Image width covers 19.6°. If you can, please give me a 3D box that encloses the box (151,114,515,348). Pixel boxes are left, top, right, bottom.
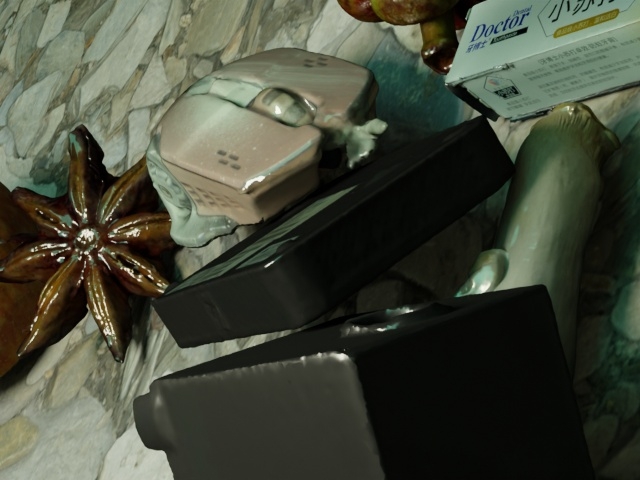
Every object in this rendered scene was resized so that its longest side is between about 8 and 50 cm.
[{"bbox_3d":[0.000,0.000,1.432,0.211,0.058,0.350,-36,5,-20],"label":"box"}]

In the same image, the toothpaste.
[{"bbox_3d":[0.224,-0.163,1.388,0.313,0.071,0.089,-14,50,53],"label":"toothpaste"}]

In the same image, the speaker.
[{"bbox_3d":[0.031,0.165,1.201,0.254,0.184,0.232,-11,94,53],"label":"speaker"}]

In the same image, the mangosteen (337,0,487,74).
[{"bbox_3d":[0.090,-0.262,1.565,0.211,0.211,0.250,-10,86,54],"label":"mangosteen"}]

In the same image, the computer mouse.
[{"bbox_3d":[-0.057,-0.096,1.621,0.199,0.115,0.389,-46,16,-20],"label":"computer mouse"}]

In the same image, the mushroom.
[{"bbox_3d":[0.152,0.025,1.320,0.099,0.096,0.278,8,69,23],"label":"mushroom"}]

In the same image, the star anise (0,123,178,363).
[{"bbox_3d":[-0.217,0.015,1.885,0.272,0.102,0.272,-8,68,20],"label":"star anise"}]

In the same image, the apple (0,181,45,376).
[{"bbox_3d":[-0.428,0.049,2.034,0.277,0.250,0.309,-54,12,-1],"label":"apple"}]
